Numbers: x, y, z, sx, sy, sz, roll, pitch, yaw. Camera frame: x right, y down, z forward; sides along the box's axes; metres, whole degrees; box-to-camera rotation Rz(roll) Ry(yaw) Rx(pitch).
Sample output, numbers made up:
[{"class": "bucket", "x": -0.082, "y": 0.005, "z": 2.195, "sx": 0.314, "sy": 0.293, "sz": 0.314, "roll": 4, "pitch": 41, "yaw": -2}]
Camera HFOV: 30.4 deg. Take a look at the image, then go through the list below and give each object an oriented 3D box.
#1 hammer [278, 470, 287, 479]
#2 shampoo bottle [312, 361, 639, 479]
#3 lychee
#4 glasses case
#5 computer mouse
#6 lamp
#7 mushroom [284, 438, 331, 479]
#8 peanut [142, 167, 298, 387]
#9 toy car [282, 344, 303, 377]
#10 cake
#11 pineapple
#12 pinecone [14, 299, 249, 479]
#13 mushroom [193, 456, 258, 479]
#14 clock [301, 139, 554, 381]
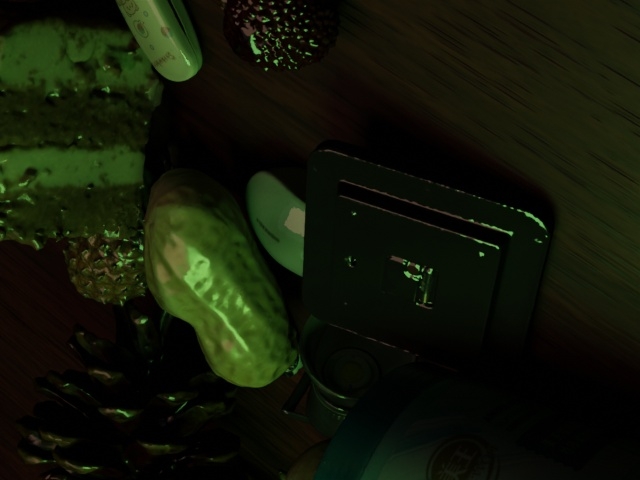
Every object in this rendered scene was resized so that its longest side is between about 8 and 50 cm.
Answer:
[{"class": "hammer", "x": -0.063, "y": 0.421, "z": 1.964, "sx": 0.029, "sy": 0.014, "sz": 0.123, "roll": 43, "pitch": 149, "yaw": 24}, {"class": "shampoo bottle", "x": 0.207, "y": 0.342, "z": 1.302, "sx": 0.343, "sy": 0.331, "sz": 0.331, "roll": 19, "pitch": 136, "yaw": 36}, {"class": "lychee", "x": -0.043, "y": -0.233, "z": 1.212, "sx": 0.129, "sy": 0.123, "sz": 0.123, "roll": 29, "pitch": 151, "yaw": -19}, {"class": "glasses case", "x": -0.203, "y": -0.283, "z": 1.394, "sx": 0.081, "sy": 0.051, "sz": 0.204, "roll": -3, "pitch": 121, "yaw": 48}, {"class": "computer mouse", "x": 0.000, "y": 0.000, "z": 1.424, "sx": 0.231, "sy": 0.079, "sz": 0.128, "roll": 35, "pitch": 142, "yaw": 15}, {"class": "lamp", "x": 0.044, "y": 0.190, "z": 1.526, "sx": 0.172, "sy": 0.147, "sz": 0.227, "roll": 26, "pitch": 150, "yaw": 11}, {"class": "mushroom", "x": 0.061, "y": 0.348, "z": 1.614, "sx": 0.254, "sy": 0.195, "sz": 0.189, "roll": 27, "pitch": -177, "yaw": -35}, {"class": "peanut", "x": -0.129, "y": 0.056, "z": 1.479, "sx": 0.152, "sy": 0.152, "sz": 0.313, "roll": 6, "pitch": 134, "yaw": 45}, {"class": "toy car", "x": -0.083, "y": 0.103, "z": 1.635, "sx": 0.095, "sy": 0.056, "sz": 0.205, "roll": 9, "pitch": 126, "yaw": 44}, {"class": "cake", "x": -0.382, "y": -0.158, "z": 1.486, "sx": 0.282, "sy": 0.256, "sz": 0.290, "roll": 18, "pitch": 104, "yaw": 38}, {"class": "pineapple", "x": -0.245, "y": -0.032, "z": 1.623, "sx": 0.310, "sy": 0.141, "sz": 0.170, "roll": -40, "pitch": 67, "yaw": 45}, {"class": "pinecone", "x": -0.271, "y": 0.256, "z": 1.763, "sx": 0.384, "sy": 0.384, "sz": 0.384, "roll": 29, "pitch": 141, "yaw": 26}, {"class": "mushroom", "x": -0.157, "y": 0.407, "z": 2.007, "sx": 0.127, "sy": 0.087, "sz": 0.127, "roll": 26, "pitch": 161, "yaw": 10}, {"class": "clock", "x": 0.106, "y": 0.032, "z": 1.306, "sx": 0.273, "sy": 0.049, "sz": 0.279, "roll": 18, "pitch": 136, "yaw": 16}]
